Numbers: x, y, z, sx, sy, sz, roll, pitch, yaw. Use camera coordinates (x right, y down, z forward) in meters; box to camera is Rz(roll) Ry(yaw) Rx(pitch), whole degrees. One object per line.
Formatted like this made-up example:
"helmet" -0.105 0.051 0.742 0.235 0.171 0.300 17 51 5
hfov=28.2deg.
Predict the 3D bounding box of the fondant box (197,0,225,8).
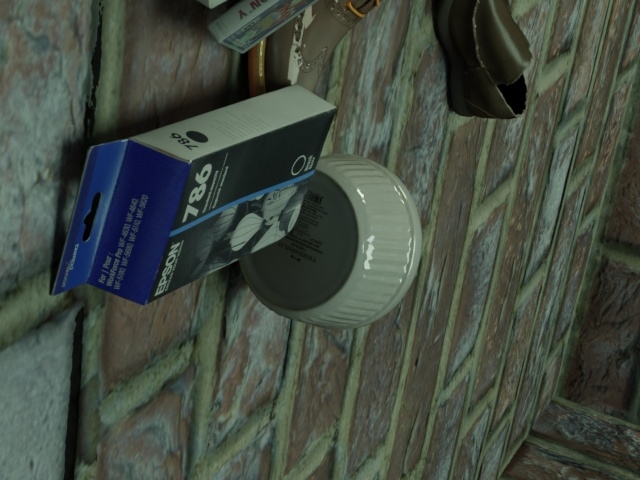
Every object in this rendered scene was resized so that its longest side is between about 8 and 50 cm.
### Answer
"fondant box" -0.017 -0.383 1.112 0.330 0.096 0.238 -38 144 -33

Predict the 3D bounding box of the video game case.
"video game case" -0.017 -0.241 1.213 0.183 0.023 0.201 -34 -177 5

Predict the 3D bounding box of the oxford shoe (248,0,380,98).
"oxford shoe" 0.029 -0.286 1.351 0.130 0.132 0.364 -4 116 -69

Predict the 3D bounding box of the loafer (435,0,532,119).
"loafer" 0.266 -0.312 1.934 0.134 0.130 0.366 -63 158 -21

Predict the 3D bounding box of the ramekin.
"ramekin" 0.000 0.000 1.454 0.109 0.207 0.207 4 104 -58

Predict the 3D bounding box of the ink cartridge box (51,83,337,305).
"ink cartridge box" -0.113 -0.043 1.241 0.332 0.065 0.165 -27 143 -53
